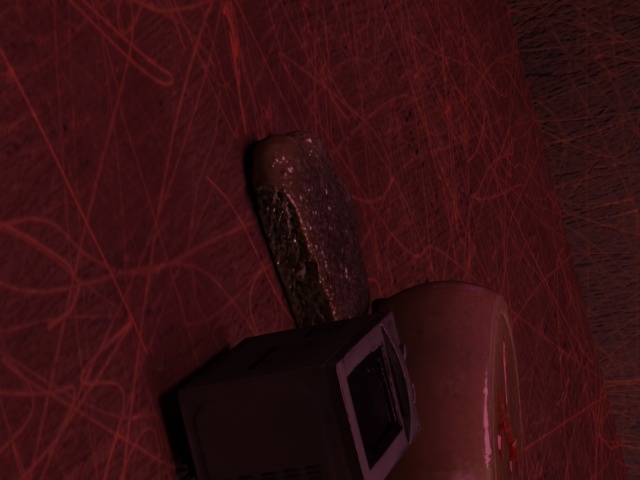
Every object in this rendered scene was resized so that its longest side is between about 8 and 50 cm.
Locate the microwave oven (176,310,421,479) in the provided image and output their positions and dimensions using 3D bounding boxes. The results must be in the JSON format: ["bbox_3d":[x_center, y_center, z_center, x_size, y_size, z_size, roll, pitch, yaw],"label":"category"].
[{"bbox_3d":[-0.014,0.148,1.608,0.208,0.162,0.122,-34,110,-73],"label":"microwave oven"}]

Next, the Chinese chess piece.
[{"bbox_3d":[0.134,0.210,2.045,0.338,0.141,0.338,-3,90,-80],"label":"Chinese chess piece"}]

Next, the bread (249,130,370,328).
[{"bbox_3d":[0.000,0.000,1.975,0.207,0.056,0.286,-73,149,-57],"label":"bread"}]
